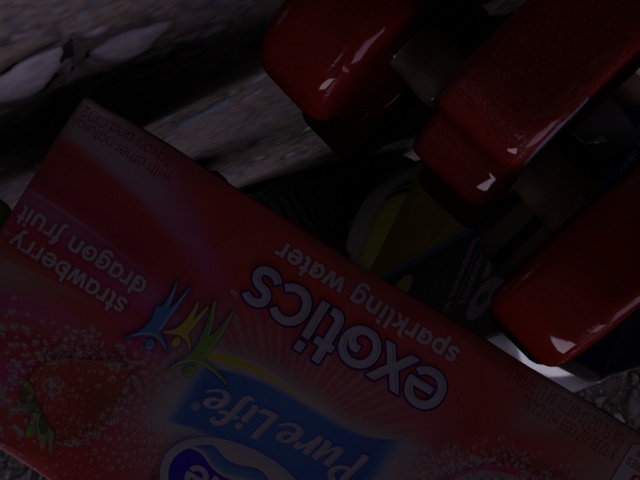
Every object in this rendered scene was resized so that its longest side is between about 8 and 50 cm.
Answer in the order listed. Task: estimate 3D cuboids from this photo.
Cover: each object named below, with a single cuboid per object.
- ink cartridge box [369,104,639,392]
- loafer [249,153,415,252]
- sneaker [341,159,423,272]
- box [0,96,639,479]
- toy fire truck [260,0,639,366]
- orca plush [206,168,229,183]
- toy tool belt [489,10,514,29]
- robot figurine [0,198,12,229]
[{"bbox_3d":[0.138,-0.025,0.870,0.307,0.072,0.303,-35,-160,52],"label":"ink cartridge box"},{"bbox_3d":[0.000,0.000,1.130,0.087,0.094,0.251,-33,169,37],"label":"loafer"},{"bbox_3d":[0.158,-0.026,1.112,0.147,0.145,0.385,-14,-160,48],"label":"sneaker"},{"bbox_3d":[-0.012,0.081,0.665,0.154,0.300,0.142,-58,177,-1],"label":"box"},{"bbox_3d":[0.130,-0.091,0.614,0.254,0.169,0.302,-43,173,2],"label":"toy fire truck"},{"bbox_3d":[-0.147,0.079,0.924,0.287,0.102,0.151,-35,152,12],"label":"orca plush"},{"bbox_3d":[0.081,-0.099,0.783,0.083,0.052,0.051,-18,-143,-7],"label":"toy tool belt"},{"bbox_3d":[-0.186,0.010,0.638,0.101,0.067,0.115,-52,178,-10],"label":"robot figurine"}]
